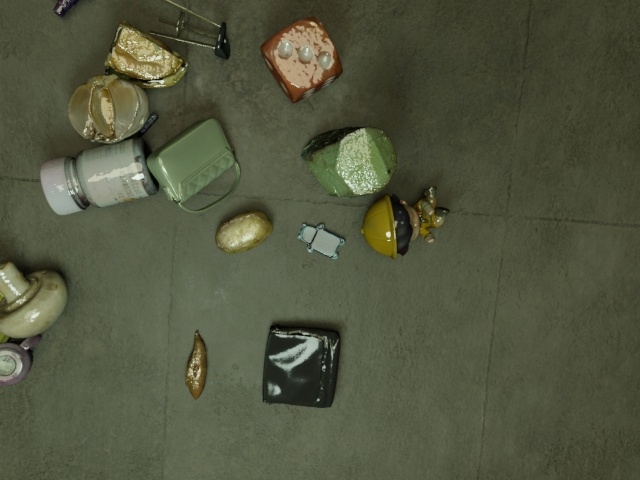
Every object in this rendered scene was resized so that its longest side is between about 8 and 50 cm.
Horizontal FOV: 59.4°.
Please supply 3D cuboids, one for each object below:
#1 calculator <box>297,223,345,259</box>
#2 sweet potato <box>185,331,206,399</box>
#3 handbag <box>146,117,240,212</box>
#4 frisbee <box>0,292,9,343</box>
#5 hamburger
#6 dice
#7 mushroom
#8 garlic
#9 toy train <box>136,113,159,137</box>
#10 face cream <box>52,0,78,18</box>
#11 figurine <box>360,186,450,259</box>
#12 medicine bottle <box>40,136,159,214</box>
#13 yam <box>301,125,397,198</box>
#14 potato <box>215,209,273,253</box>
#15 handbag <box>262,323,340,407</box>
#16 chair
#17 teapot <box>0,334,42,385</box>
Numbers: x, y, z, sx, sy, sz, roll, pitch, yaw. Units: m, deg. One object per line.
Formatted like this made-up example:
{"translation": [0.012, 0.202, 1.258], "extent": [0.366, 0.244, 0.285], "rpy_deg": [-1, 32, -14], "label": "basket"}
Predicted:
{"translation": [0.000, 0.000, 1.683], "extent": [0.141, 0.019, 0.094], "rpy_deg": [26, 92, -7], "label": "calculator"}
{"translation": [-0.368, 0.374, 1.663], "extent": [0.068, 0.060, 0.206], "rpy_deg": [8, 84, -41], "label": "sweet potato"}
{"translation": [-0.334, -0.194, 1.547], "extent": [0.256, 0.079, 0.219], "rpy_deg": [-45, 120, -36], "label": "handbag"}
{"translation": [-0.992, 0.221, 1.595], "extent": [0.235, 0.017, 0.236], "rpy_deg": [-1, 97, -6], "label": "frisbee"}
{"translation": [-0.473, -0.489, 1.538], "extent": [0.207, 0.135, 0.155], "rpy_deg": [17, 110, -22], "label": "hamburger"}
{"translation": [-0.052, -0.492, 1.547], "extent": [0.173, 0.175, 0.179], "rpy_deg": [-30, 102, -3], "label": "dice"}
{"translation": [-0.787, 0.154, 1.515], "extent": [0.206, 0.206, 0.209], "rpy_deg": [1, 133, -7], "label": "mushroom"}
{"translation": [-0.559, -0.346, 1.518], "extent": [0.229, 0.143, 0.178], "rpy_deg": [1, 93, 12], "label": "garlic"}
{"translation": [-0.493, -0.324, 1.592], "extent": [0.017, 0.017, 0.083], "rpy_deg": [42, 91, -8], "label": "toy train"}
{"translation": [-0.626, -0.716, 1.504], "extent": [0.078, 0.078, 0.273], "rpy_deg": [36, 91, -9], "label": "face cream"}
{"translation": [0.241, -0.051, 1.636], "extent": [0.256, 0.167, 0.193], "rpy_deg": [-15, 94, -28], "label": "figurine"}
{"translation": [-0.592, -0.173, 1.524], "extent": [0.273, 0.165, 0.165], "rpy_deg": [-15, 98, -3], "label": "medicine bottle"}
{"translation": [0.089, -0.225, 1.546], "extent": [0.201, 0.271, 0.202], "rpy_deg": [-38, 105, -3], "label": "yam"}
{"translation": [-0.224, -0.024, 1.623], "extent": [0.170, 0.080, 0.107], "rpy_deg": [-28, 99, 2], "label": "potato"}
{"translation": [-0.058, 0.377, 1.691], "extent": [0.222, 0.080, 0.247], "rpy_deg": [6, 98, 0], "label": "handbag"}
{"translation": [-0.344, -0.579, 1.533], "extent": [0.221, 0.104, 0.095], "rpy_deg": [19, 134, -14], "label": "chair"}
{"translation": [-0.851, 0.317, 1.558], "extent": [0.116, 0.146, 0.148], "rpy_deg": [15, 86, -13], "label": "teapot"}
